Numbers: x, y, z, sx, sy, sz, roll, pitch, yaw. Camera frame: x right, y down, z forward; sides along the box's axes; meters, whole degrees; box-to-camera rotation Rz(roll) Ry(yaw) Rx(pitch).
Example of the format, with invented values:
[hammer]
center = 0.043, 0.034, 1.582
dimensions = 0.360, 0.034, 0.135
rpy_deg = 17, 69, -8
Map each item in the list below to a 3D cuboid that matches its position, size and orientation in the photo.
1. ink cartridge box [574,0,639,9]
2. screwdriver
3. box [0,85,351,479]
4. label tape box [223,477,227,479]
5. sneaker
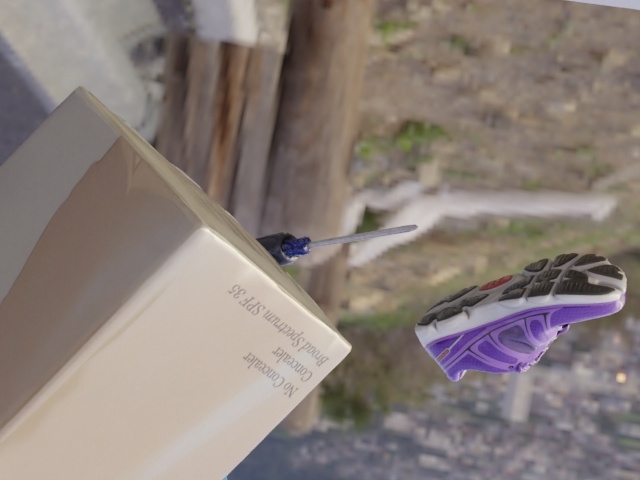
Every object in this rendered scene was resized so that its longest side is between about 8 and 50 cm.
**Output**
[ink cartridge box]
center = 0.095, -0.243, 0.846
dimensions = 0.289, 0.211, 0.121
rpy_deg = 7, 152, 4
[screwdriver]
center = 0.000, 0.000, 1.049
dimensions = 0.025, 0.024, 0.170
rpy_deg = 24, 159, -31
[box]
center = -0.154, 0.098, 0.769
dimensions = 0.121, 0.311, 0.148
rpy_deg = 46, -177, 39
[label tape box]
center = -0.171, 0.272, 1.177
dimensions = 0.115, 0.249, 0.348
rpy_deg = 0, 158, -27
[sneaker]
center = 0.152, 0.059, 1.205
dimensions = 0.170, 0.071, 0.068
rpy_deg = -20, -163, 37
